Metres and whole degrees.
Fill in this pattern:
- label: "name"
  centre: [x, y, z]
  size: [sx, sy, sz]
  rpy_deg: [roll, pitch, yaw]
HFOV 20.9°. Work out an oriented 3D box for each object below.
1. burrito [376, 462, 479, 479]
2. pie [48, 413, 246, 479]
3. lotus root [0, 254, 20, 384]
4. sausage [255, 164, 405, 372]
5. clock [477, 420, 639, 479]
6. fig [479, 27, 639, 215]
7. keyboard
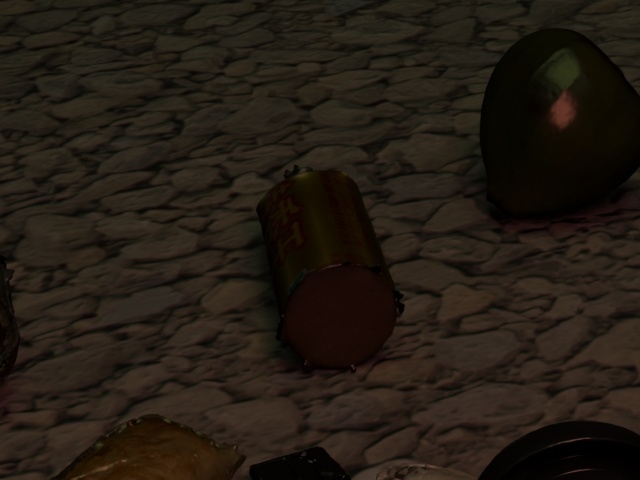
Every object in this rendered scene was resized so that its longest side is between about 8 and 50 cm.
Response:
- label: "burrito"
  centre: [0.144, 0.236, 1.501]
  size: [0.203, 0.064, 0.064]
  rpy_deg: [13, 33, 16]
- label: "pie"
  centre: [-0.169, 0.227, 1.450]
  size: [0.128, 0.068, 0.282]
  rpy_deg: [18, 30, 19]
- label: "lotus root"
  centre: [-0.380, 0.072, 1.735]
  size: [0.167, 0.078, 0.329]
  rpy_deg: [-32, 42, -9]
- label: "sausage"
  centre: [0.001, -0.002, 1.821]
  size: [0.125, 0.117, 0.317]
  rpy_deg: [-36, 30, 13]
- label: "clock"
  centre: [0.207, 0.229, 1.399]
  size: [0.184, 0.184, 0.040]
  rpy_deg: [-1, 24, -5]
- label: "fig"
  centre: [0.264, -0.125, 2.001]
  size: [0.225, 0.203, 0.203]
  rpy_deg: [-46, 47, -9]
- label: "keyboard"
  centre: [0.025, 0.259, 1.495]
  size: [0.087, 0.017, 0.250]
  rpy_deg: [-14, 35, -27]
